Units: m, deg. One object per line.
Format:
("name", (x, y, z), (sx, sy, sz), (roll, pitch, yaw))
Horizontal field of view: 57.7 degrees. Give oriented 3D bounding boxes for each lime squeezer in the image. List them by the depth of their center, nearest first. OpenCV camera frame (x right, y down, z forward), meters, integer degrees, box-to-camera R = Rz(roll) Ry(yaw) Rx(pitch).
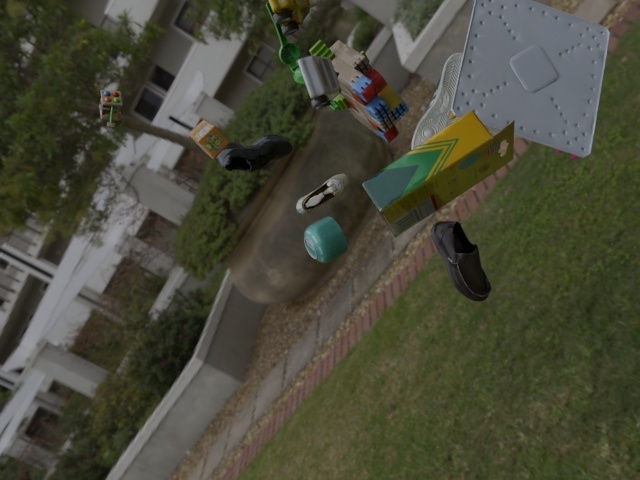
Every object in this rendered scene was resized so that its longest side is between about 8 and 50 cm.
("lime squeezer", (-0.050, -0.462, 1.501), (0.059, 0.310, 0.110), (-37, 8, -26))

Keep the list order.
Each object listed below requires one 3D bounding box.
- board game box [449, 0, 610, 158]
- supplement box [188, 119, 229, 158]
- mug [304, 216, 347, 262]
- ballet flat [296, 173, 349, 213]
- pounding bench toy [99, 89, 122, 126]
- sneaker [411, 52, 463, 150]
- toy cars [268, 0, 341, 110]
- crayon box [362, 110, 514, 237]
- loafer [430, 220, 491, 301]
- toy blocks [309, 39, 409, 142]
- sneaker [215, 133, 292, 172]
("board game box", (0.556, -0.446, 1.544), (0.050, 0.390, 0.390), (134, 152, -75))
("supplement box", (-0.359, -0.327, 1.859), (0.080, 0.078, 0.233), (-43, 25, -2))
("mug", (0.005, 0.007, 1.808), (0.097, 0.129, 0.158), (-28, -6, -19))
("ballet flat", (0.014, -0.119, 1.504), (0.168, 0.057, 0.052), (-36, 7, -13))
("pounding bench toy", (-0.560, -0.354, 1.555), (0.065, 0.052, 0.083), (-59, 41, 48))
("sneaker", (0.383, -0.383, 1.769), (0.350, 0.131, 0.148), (-66, -11, 7))
("toy cars", (-0.021, -0.391, 1.133), (0.087, 0.393, 0.176), (-20, 55, 8))
("crayon box", (0.259, -0.148, 1.245), (0.318, 0.081, 0.202), (-33, -22, 5))
("loafer", (0.345, 0.048, 1.390), (0.080, 0.220, 0.078), (-34, 2, -31))
("toy blocks", (0.154, -0.441, 1.791), (0.191, 0.381, 0.261), (-45, 51, 2))
("sneaker", (-0.232, -0.300, 2.096), (0.130, 0.286, 0.109), (-122, 23, -47))
